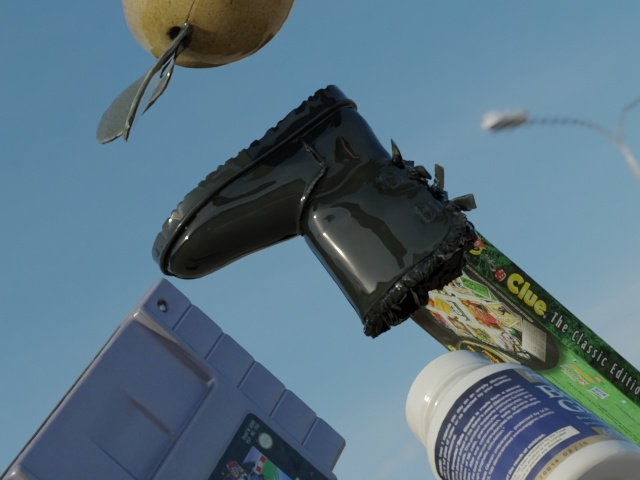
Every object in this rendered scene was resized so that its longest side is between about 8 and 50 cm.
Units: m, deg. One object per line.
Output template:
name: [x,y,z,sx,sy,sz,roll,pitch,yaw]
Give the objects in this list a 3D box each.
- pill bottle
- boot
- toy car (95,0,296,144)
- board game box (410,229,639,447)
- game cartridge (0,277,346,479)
pill bottle: [0.123,0.131,1.083,0.094,0.169,0.094,-12,-64,-25]
boot: [0.000,0.000,0.763,0.121,0.099,0.045,-41,-21,-3]
toy car: [-0.063,-0.132,0.767,0.155,0.149,0.188,-170,101,-79]
board game box: [0.150,0.077,1.327,0.136,0.260,0.030,-23,31,58]
game cartridge: [-0.116,0.197,1.397,0.068,0.230,0.355,-49,5,34]
